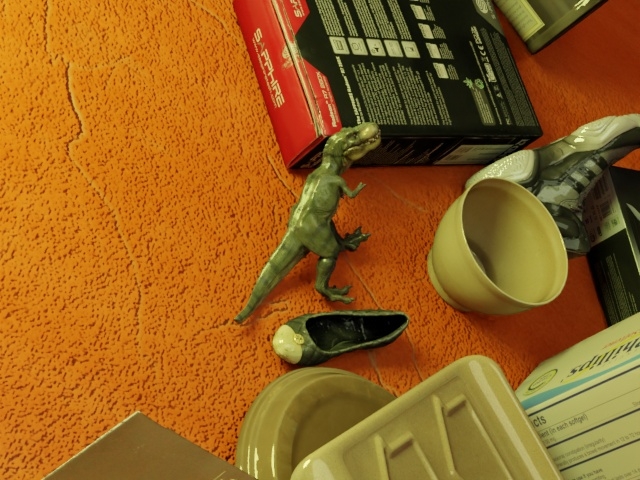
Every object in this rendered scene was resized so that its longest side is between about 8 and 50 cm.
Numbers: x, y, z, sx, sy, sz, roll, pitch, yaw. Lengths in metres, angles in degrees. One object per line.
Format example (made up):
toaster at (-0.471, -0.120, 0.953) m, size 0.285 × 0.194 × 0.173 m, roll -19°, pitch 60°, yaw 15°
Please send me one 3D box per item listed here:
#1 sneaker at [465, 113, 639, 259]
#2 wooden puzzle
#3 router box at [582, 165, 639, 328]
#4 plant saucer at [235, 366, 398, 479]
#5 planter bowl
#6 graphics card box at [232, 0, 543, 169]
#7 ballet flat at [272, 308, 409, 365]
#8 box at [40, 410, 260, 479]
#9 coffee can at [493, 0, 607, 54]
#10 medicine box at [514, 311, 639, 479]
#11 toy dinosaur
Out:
sneaker at (0.325, -0.059, 1.532) m, size 0.269 × 0.101 × 0.153 m, roll -21°, pitch 87°, yaw -17°
wooden puzzle at (0.134, 0.302, 1.137) m, size 0.348 × 0.080 × 0.322 m, roll -21°, pitch 79°, yaw -53°
router box at (0.485, 0.061, 1.622) m, size 0.243 × 0.081 × 0.309 m, roll 7°, pitch 62°, yaw -34°
plant saucer at (0.038, 0.250, 1.188) m, size 0.278 × 0.041 × 0.278 m, roll 24°, pitch 49°, yaw -31°
planter bowl at (0.195, 0.021, 1.408) m, size 0.162 × 0.109 × 0.162 m, roll 18°, pitch 55°, yaw -28°
graphics card box at (0.088, -0.210, 1.470) m, size 0.371 × 0.094 × 0.232 m, roll -6°, pitch 69°, yaw -38°
ballet flat at (0.020, 0.095, 1.274) m, size 0.173 × 0.049 × 0.057 m, roll -9°, pitch 70°, yaw -40°
box at (-0.122, 0.274, 0.925) m, size 0.203 × 0.168 × 0.167 m, roll 24°, pitch 39°, yaw 29°
coffee can at (0.297, -0.430, 1.680) m, size 0.275 × 0.201 × 0.201 m, roll 53°, pitch 47°, yaw 1°
medicine box at (0.388, 0.239, 1.323) m, size 0.289 × 0.263 × 0.149 m, roll 53°, pitch 46°, yaw -1°
toy dinosaur at (0.000, 0.000, 1.296) m, size 0.118 × 0.064 × 0.268 m, roll 44°, pitch 67°, yaw -38°
